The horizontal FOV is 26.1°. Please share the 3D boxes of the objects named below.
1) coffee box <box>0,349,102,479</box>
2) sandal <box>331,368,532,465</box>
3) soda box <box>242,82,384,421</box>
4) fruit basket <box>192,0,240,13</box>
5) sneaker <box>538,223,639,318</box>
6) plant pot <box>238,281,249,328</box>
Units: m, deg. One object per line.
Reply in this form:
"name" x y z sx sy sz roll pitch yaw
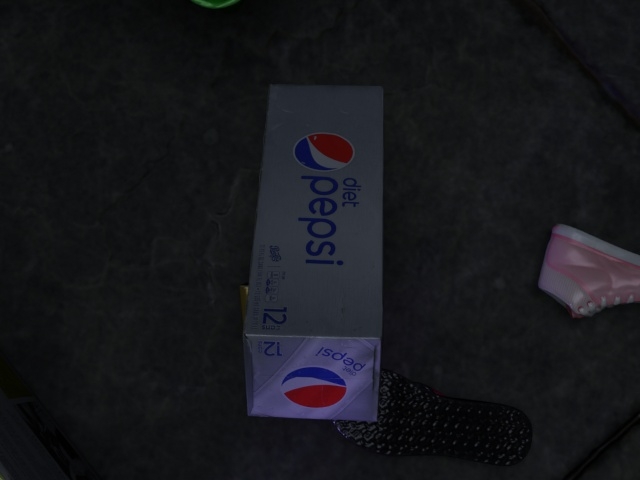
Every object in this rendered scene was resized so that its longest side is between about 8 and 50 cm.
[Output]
"coffee box" -0.365 0.205 0.971 0.337 0.334 0.338 -37 82 -5
"sandal" 0.084 0.147 1.128 0.179 0.040 0.067 15 87 -11
"soda box" 0.000 0.000 1.047 0.098 0.091 0.286 1 43 1
"fruit basket" -0.153 -0.357 1.046 0.392 0.392 0.283 38 83 6
"sneaker" 0.242 0.042 1.133 0.134 0.051 0.070 23 83 8
"plant pot" -0.024 0.076 1.118 0.081 0.081 0.083 1 90 1
